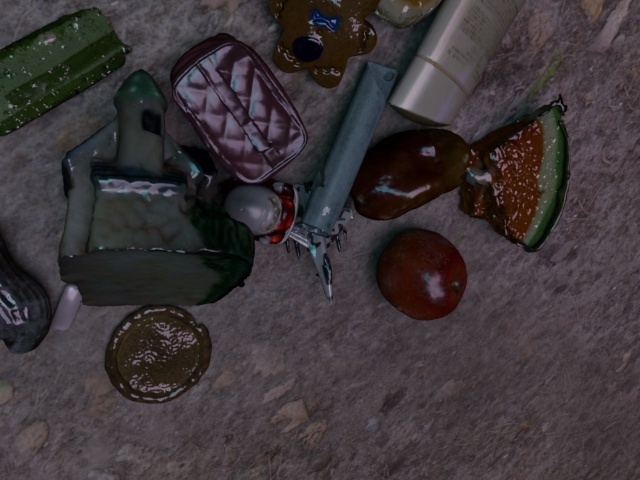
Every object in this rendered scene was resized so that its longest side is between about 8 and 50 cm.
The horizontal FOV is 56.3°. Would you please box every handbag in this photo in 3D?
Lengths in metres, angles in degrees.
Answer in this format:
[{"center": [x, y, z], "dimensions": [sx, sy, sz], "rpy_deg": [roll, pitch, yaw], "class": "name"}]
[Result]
[{"center": [-0.127, -0.202, 0.925], "dimensions": [0.146, 0.135, 0.225], "rpy_deg": [-35, 117, -1], "class": "handbag"}]

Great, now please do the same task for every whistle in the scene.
[{"center": [0.048, -0.155, 1.000], "dimensions": [0.062, 0.062, 0.312], "rpy_deg": [27, 82, -26], "class": "whistle"}]

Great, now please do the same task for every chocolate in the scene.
[{"center": [-0.495, 0.061, 0.906], "dimensions": [0.110, 0.110, 0.248], "rpy_deg": [-27, 115, -9], "class": "chocolate"}]

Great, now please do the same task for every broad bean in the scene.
[{"center": [0.153, -0.121, 1.042], "dimensions": [0.228, 0.156, 0.122], "rpy_deg": [-29, 120, -1], "class": "broad bean"}]

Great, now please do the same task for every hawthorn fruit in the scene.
[{"center": [0.190, 0.066, 1.114], "dimensions": [0.172, 0.173, 0.173], "rpy_deg": [-6, 111, -17], "class": "hawthorn fruit"}]

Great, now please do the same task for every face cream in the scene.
[{"center": [0.250, -0.351, 1.021], "dimensions": [0.173, 0.081, 0.349], "rpy_deg": [19, 103, -52], "class": "face cream"}]

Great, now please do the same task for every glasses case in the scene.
[{"center": [-0.420, 0.110, 0.993], "dimensions": [0.032, 0.021, 0.083], "rpy_deg": [19, 102, -27], "class": "glasses case"}]

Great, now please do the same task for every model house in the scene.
[{"center": [-0.238, -0.065, 0.850], "dimensions": [0.243, 0.298, 0.284], "rpy_deg": [-1, 72, -21], "class": "model house"}]

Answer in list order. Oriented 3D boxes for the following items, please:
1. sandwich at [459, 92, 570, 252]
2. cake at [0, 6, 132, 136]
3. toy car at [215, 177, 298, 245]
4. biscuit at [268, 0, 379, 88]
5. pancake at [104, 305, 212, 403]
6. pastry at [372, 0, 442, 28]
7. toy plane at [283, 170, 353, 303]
[{"center": [0.371, -0.117, 1.153], "dimensions": [0.212, 0.109, 0.292], "rpy_deg": [-19, 111, -5], "class": "sandwich"}, {"center": [-0.402, -0.246, 0.869], "dimensions": [0.235, 0.099, 0.100], "rpy_deg": [-42, 118, -25], "class": "cake"}, {"center": [-0.114, -0.053, 0.973], "dimensions": [0.139, 0.112, 0.112], "rpy_deg": [15, 98, 9], "class": "toy car"}, {"center": [0.011, -0.358, 0.926], "dimensions": [0.179, 0.039, 0.236], "rpy_deg": [17, 120, -8], "class": "biscuit"}, {"center": [-0.288, 0.207, 1.076], "dimensions": [0.199, 0.021, 0.199], "rpy_deg": [-7, 111, -19], "class": "pancake"}, {"center": [0.140, -0.427, 0.968], "dimensions": [0.165, 0.088, 0.166], "rpy_deg": [-7, 113, -15], "class": "pastry"}, {"center": [-0.008, -0.006, 1.066], "dimensions": [0.160, 0.082, 0.234], "rpy_deg": [-9, 100, -26], "class": "toy plane"}]
